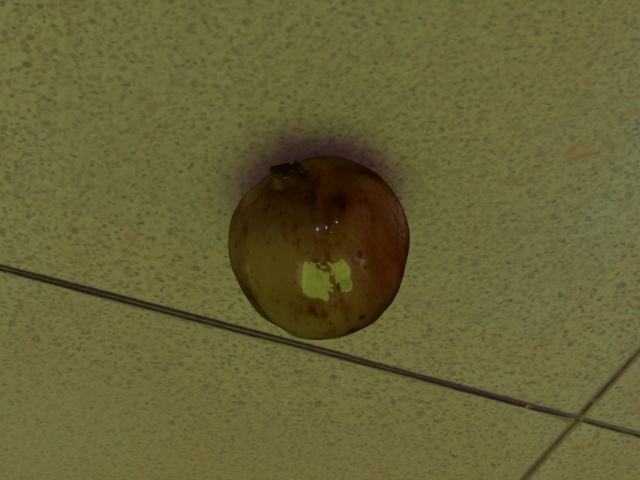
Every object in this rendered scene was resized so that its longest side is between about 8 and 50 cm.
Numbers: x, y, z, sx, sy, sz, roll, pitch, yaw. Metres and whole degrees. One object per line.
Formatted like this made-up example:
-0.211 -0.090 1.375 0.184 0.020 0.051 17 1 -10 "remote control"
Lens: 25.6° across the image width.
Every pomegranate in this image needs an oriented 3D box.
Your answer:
0.000 0.000 1.610 0.215 0.215 0.215 -2 135 -2 "pomegranate"
